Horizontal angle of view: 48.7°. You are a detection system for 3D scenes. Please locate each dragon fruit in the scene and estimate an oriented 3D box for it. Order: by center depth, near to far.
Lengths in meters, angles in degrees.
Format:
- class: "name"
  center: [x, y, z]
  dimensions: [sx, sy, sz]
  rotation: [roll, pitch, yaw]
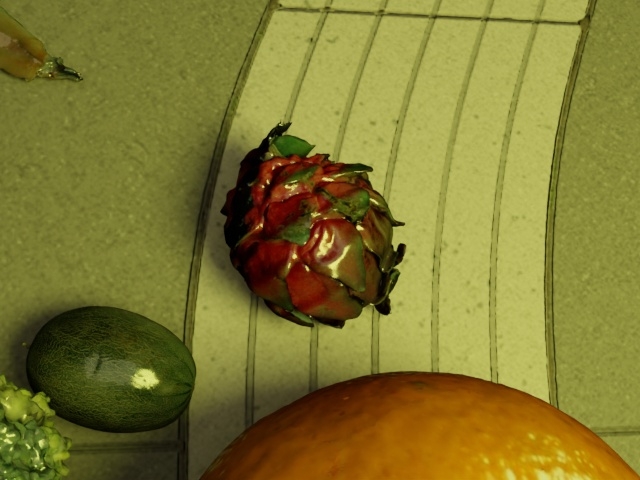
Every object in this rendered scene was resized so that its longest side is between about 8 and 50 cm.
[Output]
- class: "dragon fruit"
  center: [-0.008, -0.005, 0.700]
  dimensions: [0.189, 0.182, 0.182]
  rotation: [36, 74, 20]

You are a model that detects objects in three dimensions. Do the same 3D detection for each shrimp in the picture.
- class: "shrimp"
  center: [-0.356, -0.314, 0.775]
  dimensions: [0.185, 0.068, 0.287]
  rotation: [-2, 79, -6]

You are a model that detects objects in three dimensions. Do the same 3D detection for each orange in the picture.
- class: "orange"
  center: [0.066, 0.303, 0.556]
  dimensions: [0.424, 0.326, 0.424]
  rotation: [-1, 94, -16]

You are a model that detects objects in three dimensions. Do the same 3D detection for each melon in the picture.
- class: "melon"
  center: [-0.201, 0.122, 0.668]
  dimensions: [0.167, 0.114, 0.114]
  rotation: [17, 75, -4]

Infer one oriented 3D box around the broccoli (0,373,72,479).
- class: "broccoli"
  center: [-0.310, 0.223, 0.552]
  dimensions: [0.249, 0.302, 0.375]
  rotation: [-30, 120, -8]
